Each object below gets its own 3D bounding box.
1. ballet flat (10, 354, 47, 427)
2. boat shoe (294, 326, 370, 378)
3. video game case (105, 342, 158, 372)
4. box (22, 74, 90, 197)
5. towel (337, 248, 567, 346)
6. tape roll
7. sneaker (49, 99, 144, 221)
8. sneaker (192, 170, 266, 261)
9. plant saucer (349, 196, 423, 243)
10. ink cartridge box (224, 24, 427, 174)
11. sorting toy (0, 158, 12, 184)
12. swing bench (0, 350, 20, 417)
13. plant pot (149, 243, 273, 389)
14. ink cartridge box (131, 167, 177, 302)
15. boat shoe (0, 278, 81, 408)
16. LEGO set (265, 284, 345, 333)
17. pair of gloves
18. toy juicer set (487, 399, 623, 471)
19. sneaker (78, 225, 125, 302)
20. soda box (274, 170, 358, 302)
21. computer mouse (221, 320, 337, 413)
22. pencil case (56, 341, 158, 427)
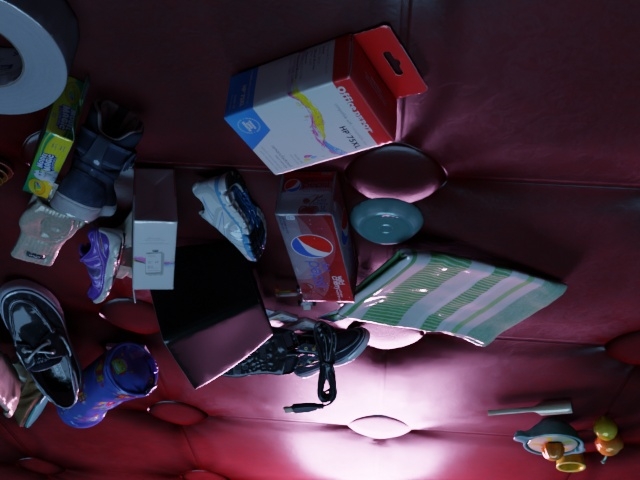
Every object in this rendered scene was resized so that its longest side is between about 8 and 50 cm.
[{"bbox_3d":[-0.646,0.311,1.983,0.124,0.116,0.342,36,140,-8],"label":"ballet flat"},{"bbox_3d":[0.003,0.207,1.731,0.183,0.065,0.083,-30,127,22],"label":"boat shoe"},{"bbox_3d":[-0.409,0.257,1.936,0.087,0.011,0.122,2,147,7],"label":"video game case"},{"bbox_3d":[-0.364,-0.147,1.227,0.043,0.105,0.179,20,144,-22],"label":"box"},{"bbox_3d":[0.224,0.103,1.550,0.324,0.038,0.248,15,145,-24],"label":"towel"},{"bbox_3d":[-0.416,-0.255,1.101,0.219,0.072,0.219,3,147,2],"label":"tape roll"},{"bbox_3d":[-0.312,-0.119,1.285,0.086,0.164,0.226,24,-175,-11],"label":"sneaker"},{"bbox_3d":[-0.145,-0.038,1.405,0.082,0.071,0.191,-1,139,21],"label":"sneaker"},{"bbox_3d":[0.105,-0.026,1.416,0.119,0.021,0.119,4,147,2],"label":"plant saucer"},{"bbox_3d":[0.009,-0.177,1.147,0.231,0.078,0.134,-14,142,27],"label":"ink cartridge box"},{"bbox_3d":[-0.529,-0.108,1.369,0.101,0.042,0.061,7,147,-1],"label":"sorting toy"},{"bbox_3d":[-0.761,0.229,1.795,0.254,0.165,0.253,-2,139,6],"label":"swing bench"},{"bbox_3d":[-0.185,0.113,1.524,0.166,0.188,0.187,-20,145,-2],"label":"plant pot"},{"bbox_3d":[-0.261,-0.003,1.385,0.067,0.115,0.198,1,138,-13],"label":"ink cartridge box"},{"bbox_3d":[-0.545,0.210,1.739,0.108,0.102,0.301,-15,128,-7],"label":"boat shoe"},{"bbox_3d":[-0.026,0.111,1.645,0.244,0.060,0.182,-22,150,38],"label":"LEGO set"},{"bbox_3d":[-0.380,-0.015,1.485,0.240,0.042,0.204,12,141,-21],"label":"pair of gloves"},{"bbox_3d":[0.556,0.446,2.003,0.209,0.090,0.329,-25,136,39],"label":"toy juicer set"},{"bbox_3d":[-0.370,0.034,1.481,0.071,0.068,0.170,17,132,-7],"label":"sneaker"},{"bbox_3d":[0.000,0.000,1.414,0.092,0.084,0.263,1,147,11],"label":"soda box"},{"bbox_3d":[-0.090,0.244,1.703,0.261,0.060,0.184,-6,103,6],"label":"computer mouse"},{"bbox_3d":[-0.458,0.313,1.912,0.133,0.120,0.306,0,157,-39],"label":"pencil case"}]
